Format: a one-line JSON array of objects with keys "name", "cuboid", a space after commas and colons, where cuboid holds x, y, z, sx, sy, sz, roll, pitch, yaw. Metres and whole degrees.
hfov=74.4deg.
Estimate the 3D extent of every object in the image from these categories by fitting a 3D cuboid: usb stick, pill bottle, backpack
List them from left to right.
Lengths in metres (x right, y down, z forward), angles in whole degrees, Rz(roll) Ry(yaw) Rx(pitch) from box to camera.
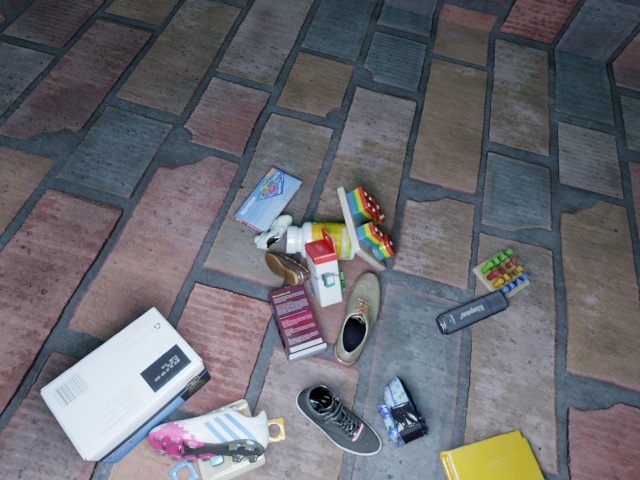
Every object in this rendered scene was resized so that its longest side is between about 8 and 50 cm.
[{"name": "pill bottle", "cuboid": [0.000, 0.000, 1.540, 0.246, 0.136, 0.136, 2, 61, -6]}, {"name": "backpack", "cuboid": [0.239, 0.512, 1.281, 0.117, 0.158, 0.173, -24, 51, 1]}, {"name": "usb stick", "cuboid": [0.544, 0.257, 1.507, 0.278, 0.045, 0.077, -19, 79, -13]}]

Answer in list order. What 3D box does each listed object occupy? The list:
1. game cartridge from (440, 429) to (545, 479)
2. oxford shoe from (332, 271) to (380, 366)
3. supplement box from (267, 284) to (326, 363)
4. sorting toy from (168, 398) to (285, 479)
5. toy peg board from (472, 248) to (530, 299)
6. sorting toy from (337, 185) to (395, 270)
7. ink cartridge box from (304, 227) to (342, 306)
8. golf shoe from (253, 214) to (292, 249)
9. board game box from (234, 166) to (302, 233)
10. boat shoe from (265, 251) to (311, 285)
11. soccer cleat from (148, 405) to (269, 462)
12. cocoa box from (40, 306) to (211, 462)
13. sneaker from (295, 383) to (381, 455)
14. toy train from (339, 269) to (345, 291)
[{"name": "game cartridge", "cuboid": [0.521, 0.720, 1.203, 0.324, 0.052, 0.285, 2, 57, -29]}, {"name": "oxford shoe", "cuboid": [0.142, 0.248, 1.423, 0.123, 0.130, 0.348, 17, 61, 3]}, {"name": "supplement box", "cuboid": [-0.083, 0.274, 1.415, 0.130, 0.073, 0.239, -15, 64, -15]}, {"name": "sorting toy", "cuboid": [-0.274, 0.589, 1.233, 0.348, 0.047, 0.196, -18, 65, -16]}, {"name": "toy peg board", "cuboid": [0.696, 0.123, 1.589, 0.161, 0.079, 0.160, -27, 67, -19]}, {"name": "sorting toy", "cuboid": [0.180, -0.050, 1.520, 0.089, 0.255, 0.257, -24, 61, 20]}, {"name": "ink cartridge box", "cuboid": [0.006, 0.088, 1.423, 0.078, 0.231, 0.134, -14, 24, -13]}, {"name": "golf shoe", "cuboid": [-0.158, -0.025, 1.560, 0.176, 0.069, 0.086, -44, 39, -18]}, {"name": "board game box", "cuboid": [-0.202, -0.159, 1.668, 0.145, 0.027, 0.281, 29, 62, 7]}, {"name": "boat shoe", "cuboid": [-0.117, 0.096, 1.487, 0.073, 0.073, 0.207, -19, 37, -34]}, {"name": "soccer cleat", "cuboid": [-0.305, 0.538, 1.190, 0.331, 0.116, 0.143, 3, 33, 4]}, {"name": "cocoa box", "cuboid": [-0.527, 0.410, 1.198, 0.231, 0.228, 0.347, 43, 65, 16]}, {"name": "sneaker", "cuboid": [0.058, 0.534, 1.247, 0.296, 0.147, 0.104, 32, 61, 10]}, {"name": "toy train", "cuboid": [0.080, 0.145, 1.534, 0.017, 0.023, 0.083, -2, 62, -8]}]
